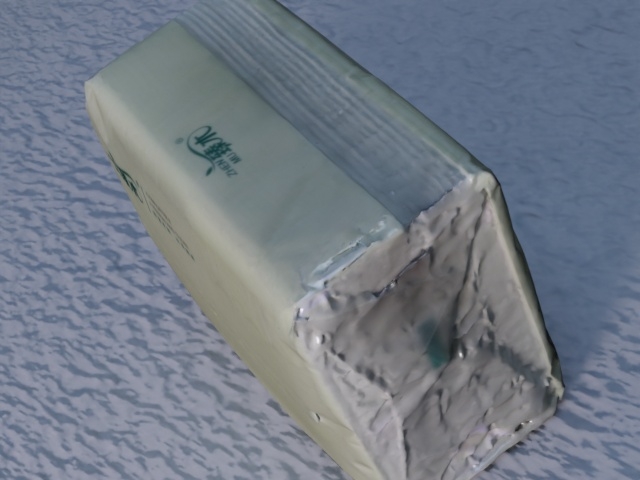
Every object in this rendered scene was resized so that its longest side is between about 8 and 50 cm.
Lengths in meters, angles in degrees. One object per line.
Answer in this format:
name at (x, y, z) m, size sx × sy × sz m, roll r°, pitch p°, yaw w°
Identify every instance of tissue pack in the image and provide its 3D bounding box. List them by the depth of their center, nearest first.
tissue pack at (0.000, 0.000, 1.191) m, size 0.207 × 0.297 × 0.380 m, roll -36°, pitch 43°, yaw -10°
